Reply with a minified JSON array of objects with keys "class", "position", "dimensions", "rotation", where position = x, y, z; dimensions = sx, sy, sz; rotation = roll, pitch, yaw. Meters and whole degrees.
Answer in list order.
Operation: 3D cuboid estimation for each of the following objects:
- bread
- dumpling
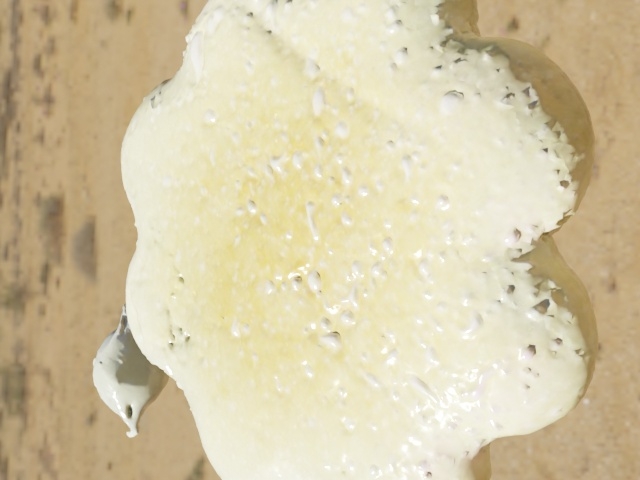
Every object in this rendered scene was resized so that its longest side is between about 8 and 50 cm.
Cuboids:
[{"class":"bread","position":[0.000,0.000,0.633],"dimensions":[0.316,0.054,0.316],"rotation":[4,95,44]},{"class":"dumpling","position":[-0.129,0.087,0.852],"dimensions":[0.076,0.052,0.057],"rotation":[56,159,-3]}]
